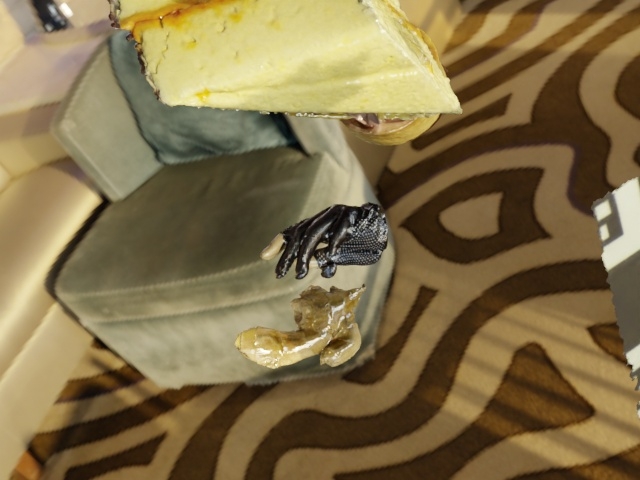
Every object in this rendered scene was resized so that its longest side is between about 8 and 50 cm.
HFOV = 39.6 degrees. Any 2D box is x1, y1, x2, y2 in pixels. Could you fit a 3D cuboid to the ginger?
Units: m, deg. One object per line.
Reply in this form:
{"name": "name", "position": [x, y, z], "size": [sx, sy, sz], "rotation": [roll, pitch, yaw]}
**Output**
{"name": "ginger", "position": [-0.028, 0.130, 1.361], "size": [0.214, 0.059, 0.133], "rotation": [-3, 68, -12]}

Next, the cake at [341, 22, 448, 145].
{"name": "cake", "position": [0.097, -0.264, 1.388], "size": [0.185, 0.178, 0.207], "rotation": [12, 72, 20]}

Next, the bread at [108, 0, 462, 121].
{"name": "bread", "position": [-0.068, -0.278, 1.219], "size": [0.405, 0.242, 0.345], "rotation": [-23, 55, 20]}

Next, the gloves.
{"name": "gloves", "position": [0.000, -0.002, 1.321], "size": [0.181, 0.106, 0.129], "rotation": [-3, 8, -10]}

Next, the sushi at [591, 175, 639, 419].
{"name": "sushi", "position": [0.396, 0.071, 0.713], "size": [0.296, 0.373, 0.100], "rotation": [-29, 30, -13]}
